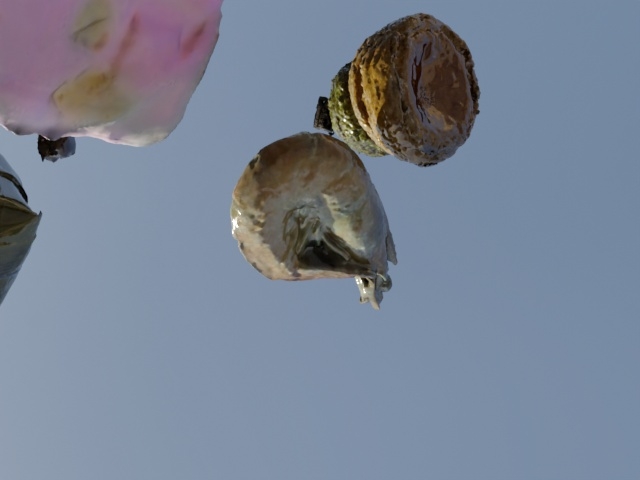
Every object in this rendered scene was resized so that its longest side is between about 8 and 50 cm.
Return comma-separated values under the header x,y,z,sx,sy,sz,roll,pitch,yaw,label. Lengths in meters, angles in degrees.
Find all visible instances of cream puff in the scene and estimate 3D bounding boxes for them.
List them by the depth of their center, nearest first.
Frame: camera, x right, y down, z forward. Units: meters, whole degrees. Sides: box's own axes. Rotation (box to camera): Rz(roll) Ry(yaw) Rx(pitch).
x,y,z,sx,sy,sz,roll,pitch,yaw,label
0.077,-0.169,1.312,0.169,0.183,0.183,-8,-120,43,cream puff

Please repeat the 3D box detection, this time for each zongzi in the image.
x,y,z,sx,sy,sz,roll,pitch,yaw,label
-0.440,0.033,1.305,0.274,0.125,0.251,-65,-153,13,zongzi

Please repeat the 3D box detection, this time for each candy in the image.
x,y,z,sx,sy,sz,roll,pitch,yaw,label
-0.178,-0.125,0.489,0.155,0.265,0.116,25,-83,28,candy

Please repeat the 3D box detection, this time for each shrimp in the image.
x,y,z,sx,sy,sz,roll,pitch,yaw,label
0.000,0.000,1.255,0.168,0.317,0.077,-31,-135,-3,shrimp

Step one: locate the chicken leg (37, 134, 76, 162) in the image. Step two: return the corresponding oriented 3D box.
x,y,z,sx,sy,sz,roll,pitch,yaw,label
-0.308,-0.261,1.321,0.083,0.177,0.322,-7,-127,54,chicken leg
